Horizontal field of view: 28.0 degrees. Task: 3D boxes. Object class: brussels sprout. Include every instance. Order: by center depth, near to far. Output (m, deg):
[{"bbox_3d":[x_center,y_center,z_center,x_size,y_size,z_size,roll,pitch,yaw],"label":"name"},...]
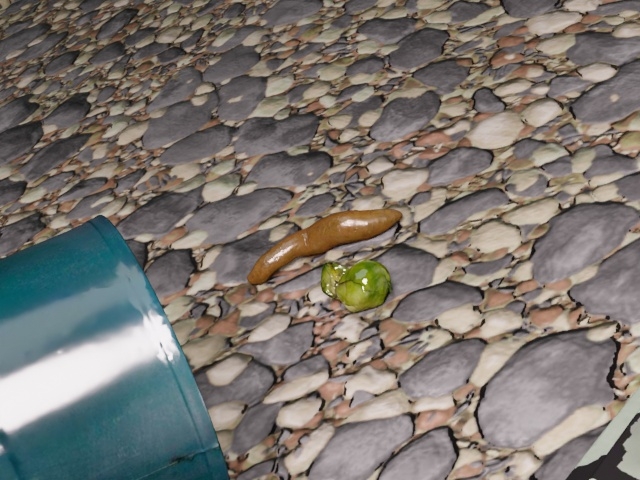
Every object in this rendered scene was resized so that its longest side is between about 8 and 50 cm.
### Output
[{"bbox_3d":[0.031,0.044,1.251,0.083,0.046,0.051,-3,39,53],"label":"brussels sprout"}]

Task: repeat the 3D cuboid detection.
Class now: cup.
[{"bbox_3d":[-0.257,0.125,0.928,0.292,0.242,0.308,-25,60,-16],"label":"cup"}]

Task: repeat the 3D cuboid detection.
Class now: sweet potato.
[{"bbox_3d":[0.000,-0.002,1.351,0.179,0.044,0.044,-21,29,8],"label":"sweet potato"}]

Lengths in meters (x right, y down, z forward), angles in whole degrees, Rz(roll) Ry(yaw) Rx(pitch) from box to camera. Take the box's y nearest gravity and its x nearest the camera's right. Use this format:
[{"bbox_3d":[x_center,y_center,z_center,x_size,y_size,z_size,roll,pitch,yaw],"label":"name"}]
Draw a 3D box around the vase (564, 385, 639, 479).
[{"bbox_3d":[0.241,0.146,0.806,0.165,0.165,0.360,-2,33,37],"label":"vase"}]
